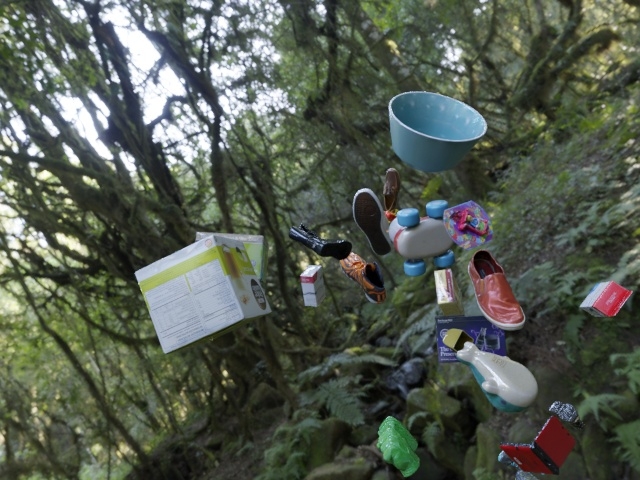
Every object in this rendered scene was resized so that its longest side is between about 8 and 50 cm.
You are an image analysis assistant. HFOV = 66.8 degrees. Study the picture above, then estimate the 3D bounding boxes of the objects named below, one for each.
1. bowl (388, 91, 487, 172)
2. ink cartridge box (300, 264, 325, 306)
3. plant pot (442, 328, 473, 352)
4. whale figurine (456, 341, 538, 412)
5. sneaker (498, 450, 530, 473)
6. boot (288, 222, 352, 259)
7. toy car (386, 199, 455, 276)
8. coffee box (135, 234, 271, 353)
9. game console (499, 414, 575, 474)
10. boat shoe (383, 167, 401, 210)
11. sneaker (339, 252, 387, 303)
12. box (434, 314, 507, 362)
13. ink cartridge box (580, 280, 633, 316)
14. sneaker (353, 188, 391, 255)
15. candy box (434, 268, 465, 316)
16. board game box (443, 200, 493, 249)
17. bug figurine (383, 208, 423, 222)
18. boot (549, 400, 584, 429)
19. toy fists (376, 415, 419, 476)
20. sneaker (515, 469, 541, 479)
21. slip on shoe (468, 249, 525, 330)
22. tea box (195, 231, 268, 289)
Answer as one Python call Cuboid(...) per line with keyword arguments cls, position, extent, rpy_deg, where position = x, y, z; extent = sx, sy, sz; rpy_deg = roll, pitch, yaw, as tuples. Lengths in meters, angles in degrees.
Cuboid(cls="bowl", position=(0.353, -0.334, 1.562), extent=(0.311, 0.311, 0.163), rpy_deg=(-29, -34, -37))
Cuboid(cls="ink cartridge box", position=(-0.029, 0.178, 1.909), extent=(0.099, 0.056, 0.135), rpy_deg=(-47, -46, -59))
Cuboid(cls="plant pot", position=(0.520, 0.387, 1.868), extent=(0.081, 0.081, 0.083), rpy_deg=(-57, 28, -12))
Cuboid(cls="whale figurine", position=(0.572, 0.457, 1.610), extent=(0.216, 0.272, 0.141), rpy_deg=(-26, -38, -50))
Cuboid(cls="sneaker", position=(0.693, 0.756, 1.655), extent=(0.076, 0.167, 0.065), rpy_deg=(-106, 24, -78))
Cuboid(cls="boot", position=(0.000, 0.000, 2.125), extent=(0.246, 0.207, 0.094), rpy_deg=(4, -67, -52))
Cuboid(cls="toy car", position=(0.326, -0.030, 1.678), extent=(0.210, 0.219, 0.238), rpy_deg=(-16, 20, -12))
Cuboid(cls="coffee box", position=(-0.439, 0.208, 1.888), extent=(0.338, 0.334, 0.337), rpy_deg=(-25, -9, 8))
Cuboid(cls="game console", position=(0.507, 0.476, 1.132), extent=(0.124, 0.144, 0.085), rpy_deg=(-17, 37, 41))
Cuboid(cls="boat shoe", position=(0.287, -0.202, 1.963), extent=(0.060, 0.064, 0.178), rpy_deg=(-44, -41, -54))
Cuboid(cls="sneaker", position=(0.201, 0.131, 2.234), extent=(0.125, 0.321, 0.180), rpy_deg=(-33, -32, -17))
Cuboid(cls="box", position=(0.600, 0.392, 1.953), extent=(0.261, 0.184, 0.103), rpy_deg=(-5, -10, 11))
Cuboid(cls="ink cartridge box", position=(1.194, 0.247, 2.035), extent=(0.134, 0.078, 0.231), rpy_deg=(-53, -15, -1))
Cuboid(cls="sneaker", position=(0.191, -0.086, 1.808), extent=(0.106, 0.290, 0.123), rpy_deg=(-11, 36, 16))
Cuboid(cls="candy box", position=(0.661, 0.296, 2.466), extent=(0.088, 0.183, 0.316), rpy_deg=(-12, -34, 22))
Cuboid(cls="board game box", position=(0.437, -0.050, 1.396), extent=(0.169, 0.133, 0.033), rpy_deg=(-19, -14, -27))
Cuboid(cls="bug figurine", position=(0.390, -0.068, 2.021), extent=(0.216, 0.279, 0.072), rpy_deg=(14, -82, -35))
Cuboid(cls="boot", position=(1.071, 0.753, 2.040), extent=(0.077, 0.137, 0.198), rpy_deg=(-51, -5, 1))
Cuboid(cls="toy fists", position=(0.268, 0.721, 1.725), extent=(0.096, 0.142, 0.279), rpy_deg=(-40, -6, 7))
Cuboid(cls="sneaker", position=(0.775, 0.861, 1.615), extent=(0.111, 0.121, 0.300), rpy_deg=(-11, 19, -21))
Cuboid(cls="slip on shoe", position=(0.575, 0.159, 1.608), extent=(0.123, 0.331, 0.101), rpy_deg=(-10, -48, 2))
Cuboid(cls="tea box", position=(-0.437, 0.139, 2.380), extent=(0.329, 0.323, 0.220), rpy_deg=(4, -10, 2))
